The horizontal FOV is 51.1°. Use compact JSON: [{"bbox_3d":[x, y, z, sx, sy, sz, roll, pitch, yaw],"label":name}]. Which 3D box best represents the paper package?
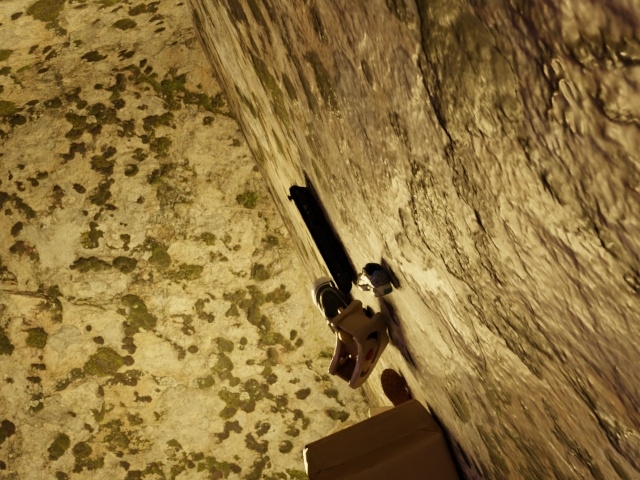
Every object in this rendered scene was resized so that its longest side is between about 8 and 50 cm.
[{"bbox_3d":[0.162,0.570,1.521,0.168,0.309,0.324,-118,5,-68],"label":"paper package"}]

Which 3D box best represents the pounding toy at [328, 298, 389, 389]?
[{"bbox_3d":[0.060,0.243,1.603,0.155,0.154,0.269,29,156,27],"label":"pounding toy"}]

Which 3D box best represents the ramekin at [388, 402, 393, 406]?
[{"bbox_3d":[0.242,0.659,2.110,0.273,0.127,0.273,155,90,-84],"label":"ramekin"}]

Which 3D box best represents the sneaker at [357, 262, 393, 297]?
[{"bbox_3d":[0.102,0.067,1.288,0.135,0.052,0.058,-163,58,-73],"label":"sneaker"}]

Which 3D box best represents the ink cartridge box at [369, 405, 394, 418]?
[{"bbox_3d":[0.218,0.653,1.849,0.207,0.119,0.353,-90,-9,-59],"label":"ink cartridge box"}]

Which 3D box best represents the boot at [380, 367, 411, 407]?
[{"bbox_3d":[0.205,0.409,1.750,0.158,0.059,0.084,62,179,14],"label":"boot"}]

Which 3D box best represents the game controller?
[{"bbox_3d":[0.000,0.000,1.811,0.166,0.067,0.319,84,161,-73],"label":"game controller"}]

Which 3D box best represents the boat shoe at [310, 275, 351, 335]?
[{"bbox_3d":[0.063,0.240,2.069,0.301,0.108,0.102,66,175,-34],"label":"boat shoe"}]

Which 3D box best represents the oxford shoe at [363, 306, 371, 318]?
[{"bbox_3d":[0.095,0.235,1.806,0.227,0.096,0.082,96,151,-76],"label":"oxford shoe"}]
